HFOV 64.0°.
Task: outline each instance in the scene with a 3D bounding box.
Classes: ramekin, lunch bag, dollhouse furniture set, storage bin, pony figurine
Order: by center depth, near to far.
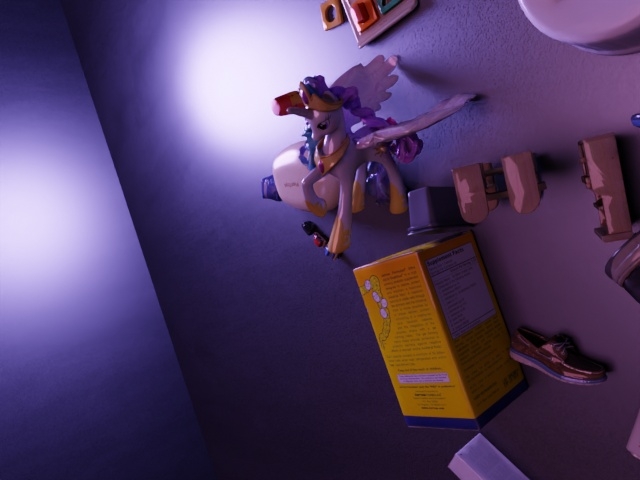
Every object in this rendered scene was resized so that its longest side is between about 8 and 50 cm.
[{"bbox_3d":[0.414,-0.406,0.718,0.277,0.135,0.277,21,119,44],"label":"ramekin"},{"bbox_3d":[0.360,-0.067,0.851,0.242,0.212,0.160,-11,94,24],"label":"dollhouse furniture set"},{"bbox_3d":[0.097,-0.200,1.051,0.303,0.351,0.363,35,147,41],"label":"pony figurine"},{"bbox_3d":[0.237,-0.061,1.064,0.098,0.135,0.091,-15,81,51],"label":"storage bin"},{"bbox_3d":[-0.125,-0.156,1.475,0.065,0.098,0.067,14,113,27],"label":"lunch bag"}]

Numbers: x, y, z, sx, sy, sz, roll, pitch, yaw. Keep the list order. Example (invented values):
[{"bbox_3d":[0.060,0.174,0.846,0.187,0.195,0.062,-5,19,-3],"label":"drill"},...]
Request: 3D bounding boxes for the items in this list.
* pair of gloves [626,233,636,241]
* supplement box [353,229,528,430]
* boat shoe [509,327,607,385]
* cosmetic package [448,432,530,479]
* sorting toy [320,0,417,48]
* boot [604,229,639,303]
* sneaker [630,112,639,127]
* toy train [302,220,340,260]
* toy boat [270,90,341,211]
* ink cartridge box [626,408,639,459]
[{"bbox_3d":[0.539,0.024,0.826,0.083,0.010,0.074,-2,101,47],"label":"pair of gloves"},{"bbox_3d":[0.249,0.185,1.080,0.195,0.194,0.356,-22,86,51],"label":"supplement box"},{"bbox_3d":[0.442,0.215,0.966,0.183,0.066,0.066,13,111,47],"label":"boat shoe"},{"bbox_3d":[0.403,0.544,1.108,0.239,0.099,0.060,41,131,34],"label":"cosmetic package"},{"bbox_3d":[0.103,-0.542,1.101,0.348,0.047,0.195,-19,89,51],"label":"sorting toy"},{"bbox_3d":[0.579,0.033,0.624,0.377,0.138,0.284,-56,45,41],"label":"boot"},{"bbox_3d":[0.525,-0.155,0.744,0.144,0.053,0.059,28,125,42],"label":"sneaker"},{"bbox_3d":[0.000,0.000,1.429,0.158,0.036,0.027,46,134,29],"label":"toy train"},{"bbox_3d":[-0.024,-0.229,1.311,0.268,0.148,0.318,13,121,52],"label":"toy boat"},{"bbox_3d":[0.593,0.268,0.788,0.154,0.093,0.212,25,119,43],"label":"ink cartridge box"}]
